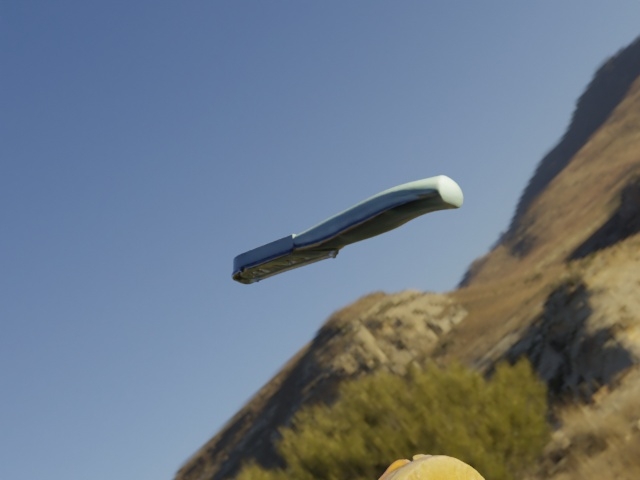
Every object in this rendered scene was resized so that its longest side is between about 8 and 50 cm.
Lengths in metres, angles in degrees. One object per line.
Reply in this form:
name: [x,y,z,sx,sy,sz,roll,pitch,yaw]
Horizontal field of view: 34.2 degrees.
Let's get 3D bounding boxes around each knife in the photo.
knife: [0.000,0.001,0.502,0.028,0.015,0.210,-1,-11,-30]

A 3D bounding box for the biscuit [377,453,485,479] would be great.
biscuit: [0.074,0.205,0.557,0.050,0.170,0.170,-35,-6,35]
